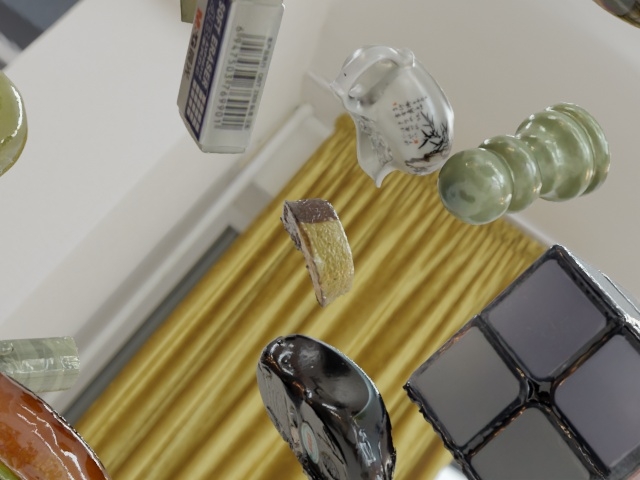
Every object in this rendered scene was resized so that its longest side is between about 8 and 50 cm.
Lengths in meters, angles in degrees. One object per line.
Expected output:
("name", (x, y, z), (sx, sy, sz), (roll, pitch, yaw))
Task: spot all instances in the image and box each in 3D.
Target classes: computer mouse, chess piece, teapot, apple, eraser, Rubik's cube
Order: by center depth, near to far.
("computer mouse", (0.015, 0.191, 1.094), (0.233, 0.096, 0.137), (47, -35, 45))
("eraser", (-0.123, -0.268, 1.381), (0.124, 0.081, 0.279), (56, -42, 46))
("chess piece", (0.276, -0.097, 1.423), (0.144, 0.251, 0.144), (30, -49, 43))
("Rubik's cube", (0.370, 0.240, 1.439), (0.318, 0.313, 0.316), (25, 24, -52))
("teapot", (-0.448, 0.177, 1.443), (0.107, 0.200, 0.077), (-46, -124, 42))
("teapot", (0.093, -0.191, 1.456), (0.208, 0.165, 0.299), (63, 9, 27))
("apple", (-0.613, -0.194, 1.650), (0.262, 0.262, 0.262), (31, -26, 17))

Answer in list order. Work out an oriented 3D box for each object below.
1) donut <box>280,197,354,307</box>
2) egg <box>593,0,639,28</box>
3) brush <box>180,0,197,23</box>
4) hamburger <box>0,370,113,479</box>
("donut", (0.000, 0.002, 1.847), (0.141, 0.085, 0.217), (95, -25, -62))
("egg", (0.387, -0.329, 1.110), (0.271, 0.196, 0.196), (20, -24, -7))
("brush", (-0.177, -0.458, 1.606), (0.103, 0.047, 0.234), (14, -54, 19))
("hamburger", (-0.377, 0.298, 1.053), (0.330, 0.250, 0.330), (26, -37, 22))
